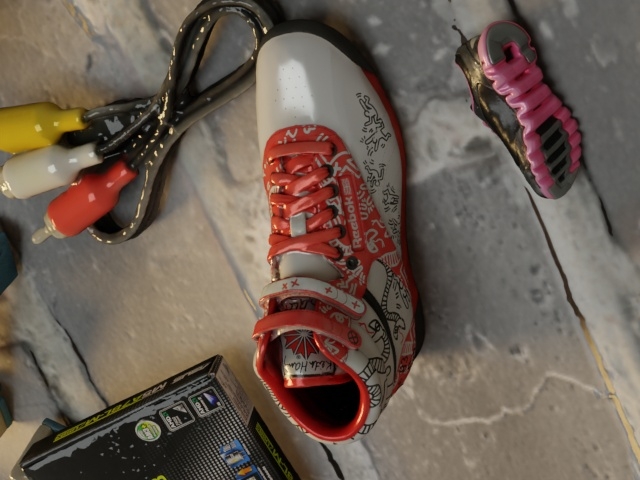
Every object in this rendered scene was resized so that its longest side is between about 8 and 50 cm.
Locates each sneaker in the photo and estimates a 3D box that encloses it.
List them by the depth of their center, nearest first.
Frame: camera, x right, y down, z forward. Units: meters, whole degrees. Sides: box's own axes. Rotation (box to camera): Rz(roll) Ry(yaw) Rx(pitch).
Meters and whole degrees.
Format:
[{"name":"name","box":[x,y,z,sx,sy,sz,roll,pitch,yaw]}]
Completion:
[{"name":"sneaker","box":[0.122,-0.080,0.988,0.057,0.047,0.119,-9,109,56]},{"name":"sneaker","box":[0.001,0.001,1.026,0.090,0.145,0.270,-4,114,22]}]

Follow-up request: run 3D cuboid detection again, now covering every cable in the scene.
[{"name":"cable","box":[-0.129,-0.073,1.125,0.287,0.072,0.139,-22,107,38]}]

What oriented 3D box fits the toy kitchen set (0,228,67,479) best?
[{"name":"toy kitchen set","box":[-0.241,0.113,1.291,0.166,0.122,0.207,22,145,20]}]

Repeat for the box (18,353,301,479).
[{"name":"box","box":[-0.110,0.208,1.234,0.184,0.045,0.190,-26,105,14]}]
